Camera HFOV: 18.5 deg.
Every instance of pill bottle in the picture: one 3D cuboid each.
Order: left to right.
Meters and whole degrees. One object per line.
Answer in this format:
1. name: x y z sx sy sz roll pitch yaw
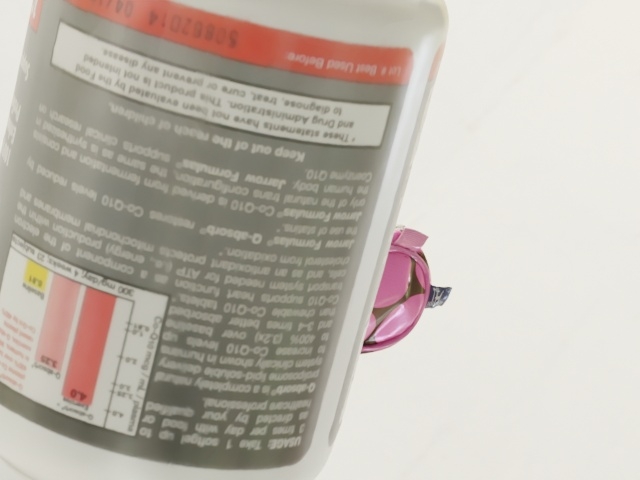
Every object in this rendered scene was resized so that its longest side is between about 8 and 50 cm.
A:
1. pill bottle: -0.075 0.018 1.037 0.210 0.363 0.210 14 -165 -4

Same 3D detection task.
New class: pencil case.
1. pencil case: 0.000 0.000 1.425 0.095 0.098 0.209 9 -162 -36
